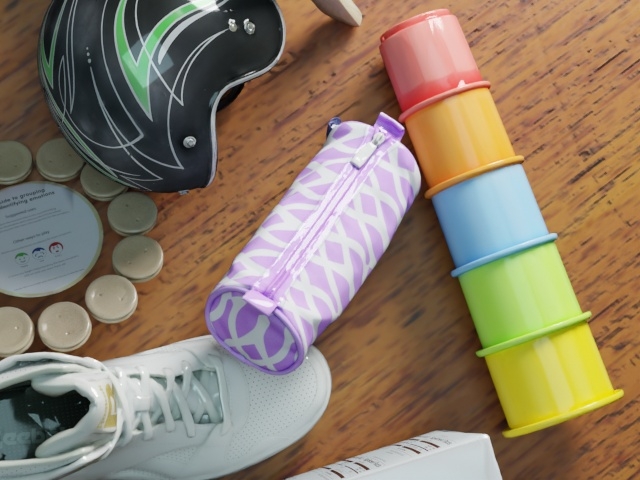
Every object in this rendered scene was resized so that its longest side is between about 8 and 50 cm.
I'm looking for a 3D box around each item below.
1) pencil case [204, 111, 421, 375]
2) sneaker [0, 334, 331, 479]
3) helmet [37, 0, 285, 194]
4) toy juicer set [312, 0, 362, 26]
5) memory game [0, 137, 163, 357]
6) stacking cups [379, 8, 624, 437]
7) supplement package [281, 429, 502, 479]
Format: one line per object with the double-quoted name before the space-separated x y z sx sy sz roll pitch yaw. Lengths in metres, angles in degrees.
"pencil case" 0.000 0.000 1.026 0.086 0.088 0.206 33 55 0
"sneaker" -0.125 0.122 0.994 0.292 0.169 0.108 -10 84 -9
"helmet" -0.118 -0.121 1.025 0.169 0.169 0.161 41 73 -1
"toy juicer set" -0.094 -0.270 1.016 0.329 0.209 0.089 30 90 -2
"memory game" -0.205 0.002 1.037 0.186 0.012 0.186 2 58 -3
"stacking cups" 0.126 -0.016 1.088 0.096 0.096 0.316 -19 82 -8
"supplement package" 0.035 0.252 1.008 0.203 0.149 0.194 -16 86 -8
